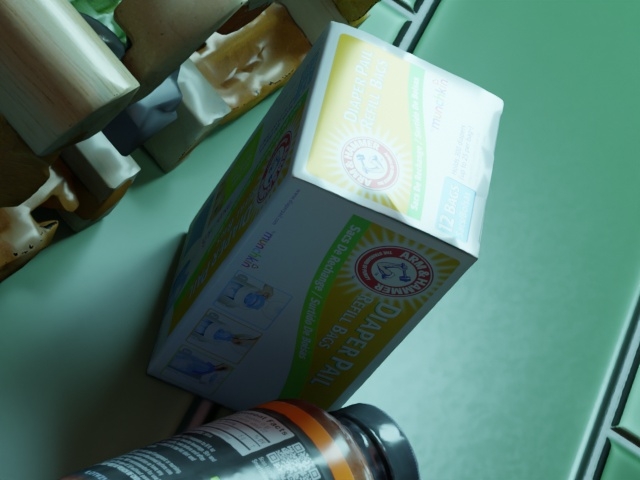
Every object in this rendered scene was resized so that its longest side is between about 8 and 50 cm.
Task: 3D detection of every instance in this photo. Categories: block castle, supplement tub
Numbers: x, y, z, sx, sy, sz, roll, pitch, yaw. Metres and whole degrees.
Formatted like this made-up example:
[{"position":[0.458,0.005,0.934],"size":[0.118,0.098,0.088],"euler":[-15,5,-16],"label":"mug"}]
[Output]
[{"position":[-0.108,-0.167,1.001],"size":[0.213,0.303,0.453],"euler":[50,48,2],"label":"block castle"},{"position":[-0.044,0.142,0.943],"size":[0.198,0.106,0.106],"euler":[-16,67,-37],"label":"supplement tub"}]

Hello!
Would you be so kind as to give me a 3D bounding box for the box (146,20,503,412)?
[{"position":[0.000,0.000,1.003],"size":[0.103,0.203,0.114],"euler":[24,49,-13],"label":"box"}]
